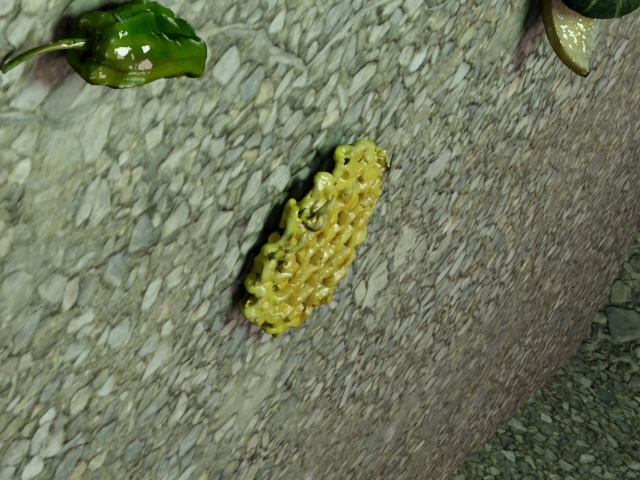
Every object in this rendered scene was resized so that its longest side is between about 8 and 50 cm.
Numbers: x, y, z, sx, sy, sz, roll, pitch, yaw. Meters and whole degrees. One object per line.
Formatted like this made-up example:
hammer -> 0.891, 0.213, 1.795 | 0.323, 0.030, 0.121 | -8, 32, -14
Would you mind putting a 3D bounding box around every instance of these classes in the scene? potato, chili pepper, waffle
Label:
potato -> 0.361, -0.369, 2.105 | 0.261, 0.100, 0.120 | -71, -162, -3
chili pepper -> -0.153, -0.153, 1.173 | 0.204, 0.072, 0.073 | -18, 139, -62
waffle -> -0.003, -0.002, 1.805 | 0.280, 0.060, 0.262 | -58, 164, 7

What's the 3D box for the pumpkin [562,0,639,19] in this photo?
pumpkin -> 0.386, -0.382, 1.990 | 0.167, 0.167, 0.125 | -59, 178, 5
